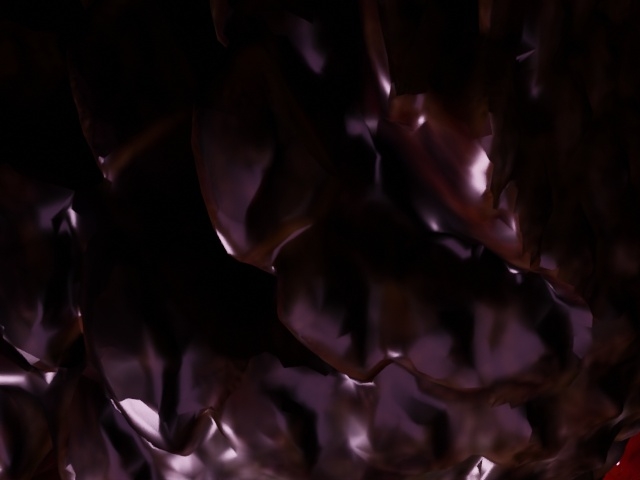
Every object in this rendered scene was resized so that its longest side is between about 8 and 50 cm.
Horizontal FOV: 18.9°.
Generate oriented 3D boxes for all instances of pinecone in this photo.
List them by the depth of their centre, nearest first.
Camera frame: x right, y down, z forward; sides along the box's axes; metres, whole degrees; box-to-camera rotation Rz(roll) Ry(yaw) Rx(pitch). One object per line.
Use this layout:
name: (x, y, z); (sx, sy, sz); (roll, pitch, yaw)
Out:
pinecone: (-0.005, -0.003, 0.622); (0.296, 0.242, 0.298); (-26, 140, 7)

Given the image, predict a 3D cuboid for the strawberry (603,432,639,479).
strawberry: (0.235, 0.131, 0.936); (0.345, 0.295, 0.317); (33, 66, -25)
